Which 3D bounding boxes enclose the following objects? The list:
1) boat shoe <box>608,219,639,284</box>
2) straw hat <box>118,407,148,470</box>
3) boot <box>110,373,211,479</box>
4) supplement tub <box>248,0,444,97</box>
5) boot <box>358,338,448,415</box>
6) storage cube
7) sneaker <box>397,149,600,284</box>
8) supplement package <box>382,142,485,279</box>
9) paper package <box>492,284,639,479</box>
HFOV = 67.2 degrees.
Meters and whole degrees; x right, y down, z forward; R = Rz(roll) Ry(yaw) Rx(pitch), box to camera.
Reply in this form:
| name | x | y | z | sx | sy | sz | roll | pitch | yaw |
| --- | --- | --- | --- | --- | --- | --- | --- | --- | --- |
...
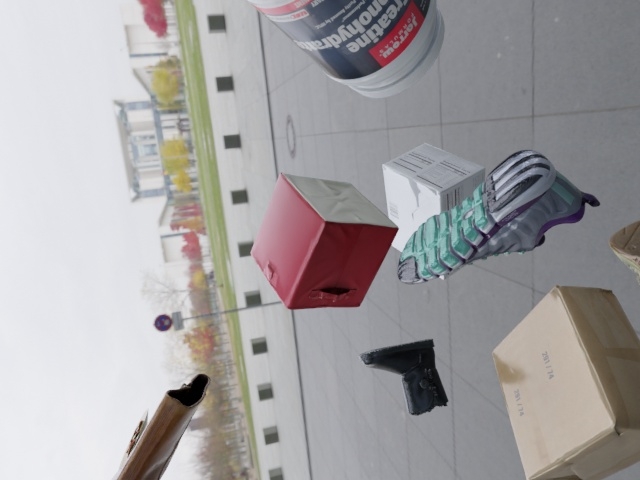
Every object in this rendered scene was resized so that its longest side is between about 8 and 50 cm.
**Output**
| name | x | y | z | sx | sy | sz | roll | pitch | yaw |
| --- | --- | --- | --- | --- | --- | --- | --- | --- | --- |
| boat shoe | 0.525 | 0.057 | 0.698 | 0.089 | 0.104 | 0.285 | 51 | -157 | -14 |
| straw hat | -0.337 | 0.401 | 0.935 | 0.144 | 0.061 | 0.144 | -56 | 16 | 25 |
| boot | -0.249 | 0.314 | 0.689 | 0.281 | 0.096 | 0.264 | -62 | -7 | -8 |
| supplement tub | 0.034 | -0.326 | 0.630 | 0.272 | 0.191 | 0.191 | 23 | -135 | -51 |
| boot | 0.247 | 0.410 | 1.416 | 0.094 | 0.246 | 0.207 | 133 | 129 | -69 |
| storage cube | 0.000 | 0.000 | 0.949 | 0.215 | 0.183 | 0.193 | 51 | 126 | 43 |
| sneaker | 0.178 | 0.003 | 0.522 | 0.223 | 0.098 | 0.083 | -44 | 25 | 49 |
| supplement package | 0.285 | -0.076 | 1.210 | 0.204 | 0.145 | 0.262 | 39 | 150 | 46 |
| paper package | 0.550 | 0.317 | 1.052 | 0.310 | 0.168 | 0.325 | 111 | 164 | -44 |
